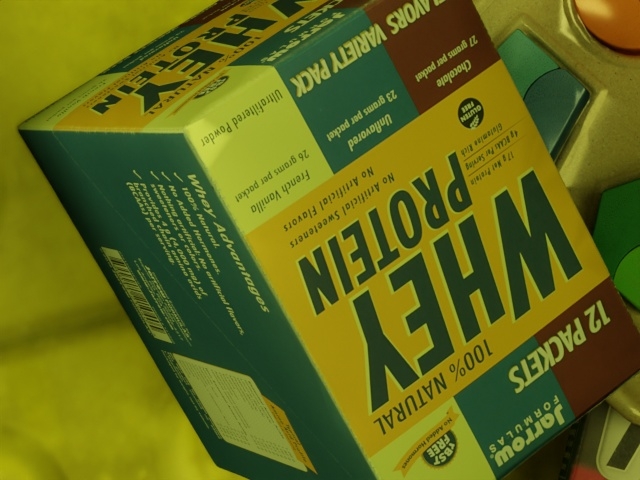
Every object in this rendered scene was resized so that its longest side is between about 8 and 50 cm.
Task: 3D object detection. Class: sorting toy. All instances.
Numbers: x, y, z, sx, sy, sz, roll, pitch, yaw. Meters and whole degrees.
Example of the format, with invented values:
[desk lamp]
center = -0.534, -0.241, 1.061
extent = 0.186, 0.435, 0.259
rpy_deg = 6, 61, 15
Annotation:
[sorting toy]
center = 0.192, -0.027, 0.903
extent = 0.307, 0.041, 0.229
rpy_deg = 44, 92, 13

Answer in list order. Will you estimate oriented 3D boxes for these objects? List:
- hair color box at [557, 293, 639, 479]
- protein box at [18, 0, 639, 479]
[hair color box]
center = 0.233, 0.031, 0.968
extent = 0.174, 0.105, 0.347
rpy_deg = 14, 85, 7
[protein box]
center = 0.000, 0.000, 0.836
extent = 0.136, 0.201, 0.200
rpy_deg = -35, 108, -21
